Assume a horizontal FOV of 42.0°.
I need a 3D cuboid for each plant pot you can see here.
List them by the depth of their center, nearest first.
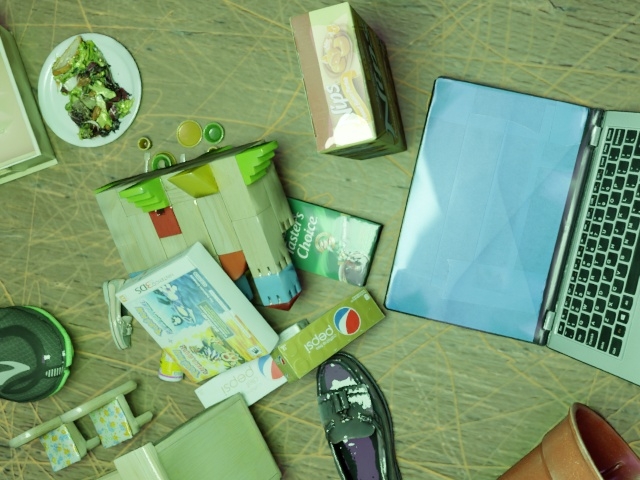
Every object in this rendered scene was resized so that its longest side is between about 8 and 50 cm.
[{"bbox_3d":[0.349,0.425,1.221,0.265,0.272,0.272,-41,84,19],"label":"plant pot"}]

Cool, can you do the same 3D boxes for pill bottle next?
[{"bbox_3d":[-0.254,0.199,1.446,0.043,0.043,0.083,10,94,12],"label":"pill bottle"}]

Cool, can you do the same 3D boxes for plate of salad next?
[{"bbox_3d":[-0.410,-0.264,1.459,0.200,0.048,0.199,0,92,12],"label":"plate of salad"}]

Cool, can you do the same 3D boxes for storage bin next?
[{"bbox_3d":[-0.630,-0.220,1.447,0.260,0.123,0.262,-20,89,-1],"label":"storage bin"}]

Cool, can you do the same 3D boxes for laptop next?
[{"bbox_3d":[0.334,-0.020,1.203,0.236,0.408,0.381,9,97,-30],"label":"laptop"}]

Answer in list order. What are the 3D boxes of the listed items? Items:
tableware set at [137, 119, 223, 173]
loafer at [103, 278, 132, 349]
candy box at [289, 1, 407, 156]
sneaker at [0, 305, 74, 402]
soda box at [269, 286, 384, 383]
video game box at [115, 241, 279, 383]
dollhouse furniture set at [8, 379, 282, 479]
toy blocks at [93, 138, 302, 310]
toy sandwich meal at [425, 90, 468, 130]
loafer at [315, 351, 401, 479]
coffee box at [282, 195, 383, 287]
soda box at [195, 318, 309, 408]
[{"bbox_3d":[-0.240,-0.157,1.437,0.154,0.024,0.104,2,93,13],"label":"tableware set"},{"bbox_3d":[-0.350,0.129,1.467,0.039,0.045,0.125,-14,87,6],"label":"loafer"},{"bbox_3d":[0.050,-0.217,1.218,0.088,0.316,0.182,-12,91,13],"label":"candy box"},{"bbox_3d":[-0.661,0.182,1.457,0.483,0.202,0.185,10,95,12],"label":"sneaker"},{"bbox_3d":[0.011,0.151,1.327,0.181,0.058,0.061,-33,85,-25],"label":"soda box"},{"bbox_3d":[-0.197,0.119,1.319,0.187,0.048,0.205,-26,110,39],"label":"video game box"},{"bbox_3d":[-0.300,0.419,1.320,0.394,0.256,0.362,-29,86,26],"label":"dollhouse furniture set"},{"bbox_3d":[-0.185,0.002,1.352,0.381,0.191,0.260,-11,106,30],"label":"toy blocks"},{"bbox_3d":[0.205,-0.210,1.329,0.086,0.029,0.085,1,93,13],"label":"toy sandwich meal"},{"bbox_3d":[0.065,0.331,1.352,0.109,0.095,0.302,-19,88,13],"label":"loafer"},{"bbox_3d":[0.000,0.000,1.380,0.184,0.040,0.113,18,98,12],"label":"coffee box"},{"bbox_3d":[-0.099,0.220,1.399,0.216,0.069,0.074,-34,85,12],"label":"soda box"}]
